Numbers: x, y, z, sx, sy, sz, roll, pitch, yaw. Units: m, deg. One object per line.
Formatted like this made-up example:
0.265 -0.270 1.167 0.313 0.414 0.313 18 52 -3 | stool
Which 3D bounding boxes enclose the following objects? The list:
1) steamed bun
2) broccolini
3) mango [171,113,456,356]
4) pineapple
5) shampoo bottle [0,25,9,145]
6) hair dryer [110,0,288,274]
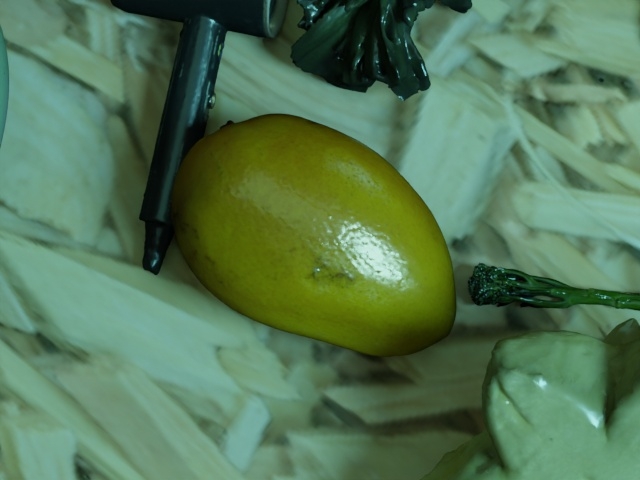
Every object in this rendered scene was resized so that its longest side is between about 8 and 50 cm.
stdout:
0.209 0.161 0.950 0.292 0.137 0.295 40 122 -4 | steamed bun
0.172 0.037 1.049 0.140 0.035 0.030 6 82 6 | broccolini
0.000 0.000 1.042 0.219 0.112 0.144 32 88 -2 | mango
0.079 -0.250 1.078 0.170 0.141 0.310 28 89 6 | pineapple
-0.343 -0.025 1.060 0.222 0.151 0.349 6 79 5 | shampoo bottle
-0.112 -0.104 1.100 0.128 0.070 0.255 13 84 9 | hair dryer
